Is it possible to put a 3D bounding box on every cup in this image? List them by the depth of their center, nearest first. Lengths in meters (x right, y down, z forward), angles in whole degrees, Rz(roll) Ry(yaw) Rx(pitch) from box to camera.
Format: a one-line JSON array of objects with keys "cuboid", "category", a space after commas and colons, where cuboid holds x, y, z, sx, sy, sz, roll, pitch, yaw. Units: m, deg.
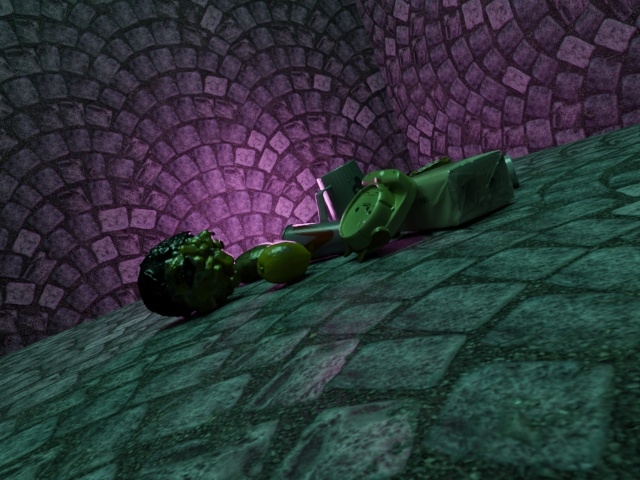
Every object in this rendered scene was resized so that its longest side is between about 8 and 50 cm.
[{"cuboid": [0.000, 0.000, 1.827, 0.289, 0.203, 0.203, -10, 11, 30], "category": "cup"}, {"cuboid": [0.164, -0.248, 2.514, 0.310, 0.392, 0.401, -25, 9, 28], "category": "cup"}]

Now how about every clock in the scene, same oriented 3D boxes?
[{"cuboid": [0.183, -0.088, 1.509, 0.348, 0.117, 0.286, -60, 20, -6], "category": "clock"}]

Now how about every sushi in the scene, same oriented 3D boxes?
[{"cuboid": [-0.513, 0.141, 1.650, 0.285, 0.327, 0.329, -3, 14, 36], "category": "sushi"}]

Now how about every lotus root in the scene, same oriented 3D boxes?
[{"cuboid": [-0.321, 0.119, 2.002, 0.309, 0.173, 0.173, -28, 5, 6], "category": "lotus root"}]

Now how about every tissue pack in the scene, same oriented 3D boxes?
[{"cuboid": [0.467, -0.172, 1.553, 0.297, 0.207, 0.380, -22, 6, -23], "category": "tissue pack"}]

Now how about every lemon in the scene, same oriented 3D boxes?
[{"cuboid": [-0.138, 0.084, 1.587, 0.207, 0.169, 0.170, -15, 4, -19], "category": "lemon"}]

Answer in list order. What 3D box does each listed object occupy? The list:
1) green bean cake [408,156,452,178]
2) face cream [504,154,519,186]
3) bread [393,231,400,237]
[{"cuboid": [0.567, -0.268, 2.018, 0.224, 0.229, 0.131, -24, 4, 9], "category": "green bean cake"}, {"cuboid": [0.672, -0.252, 1.858, 0.370, 0.145, 0.145, -17, 7, 22], "category": "face cream"}, {"cuboid": [0.304, -0.042, 1.721, 0.062, 0.049, 0.103, -17, 9, 35], "category": "bread"}]
